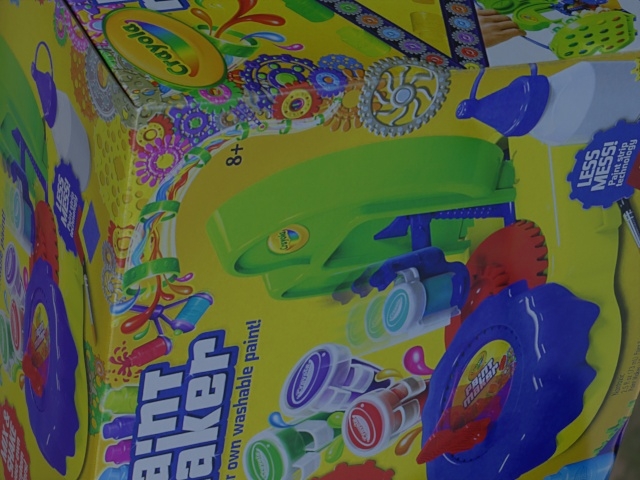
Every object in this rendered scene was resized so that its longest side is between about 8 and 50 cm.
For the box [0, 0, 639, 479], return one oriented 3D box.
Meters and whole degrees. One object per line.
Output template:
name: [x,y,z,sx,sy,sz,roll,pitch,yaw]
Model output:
box: [0.000,0.000,0.818,0.279,0.177,0.290,-9,130,-25]
